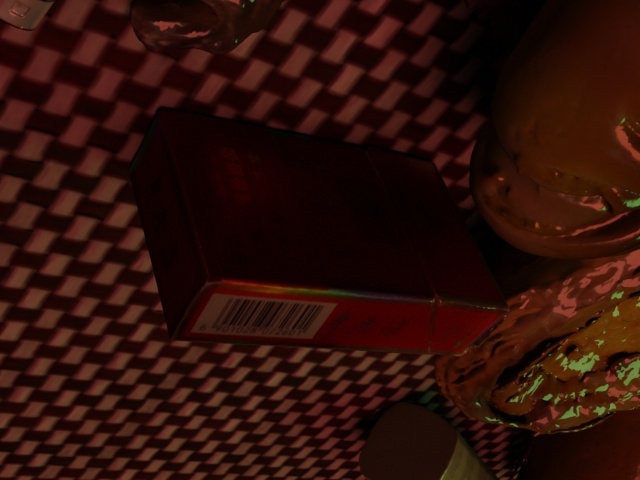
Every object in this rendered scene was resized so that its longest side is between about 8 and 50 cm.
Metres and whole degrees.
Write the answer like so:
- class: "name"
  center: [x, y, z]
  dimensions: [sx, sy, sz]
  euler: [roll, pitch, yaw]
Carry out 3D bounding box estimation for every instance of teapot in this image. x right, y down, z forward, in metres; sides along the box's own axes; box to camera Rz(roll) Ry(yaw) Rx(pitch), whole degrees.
- class: "teapot"
  center: [0.099, 0.225, 0.822]
  dimensions: [0.107, 0.077, 0.200]
  euler: [-60, 145, -15]

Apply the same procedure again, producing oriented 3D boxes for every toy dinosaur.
- class: "toy dinosaur"
  center: [0.057, -0.127, 0.408]
  dimensions: [0.251, 0.072, 0.200]
  euler: [-9, 154, -35]

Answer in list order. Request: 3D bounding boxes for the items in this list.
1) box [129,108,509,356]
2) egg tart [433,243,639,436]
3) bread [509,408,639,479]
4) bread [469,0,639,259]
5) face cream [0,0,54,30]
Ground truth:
- class: "box"
  center: [0.001, -0.001, 0.484]
  dimensions: [0.175, 0.112, 0.048]
  euler: [7, 135, -33]
- class: "egg tart"
  center: [0.210, 0.031, 0.637]
  dimensions: [0.290, 0.107, 0.291]
  euler: [-11, 148, -7]
- class: "bread"
  center: [0.286, 0.201, 0.846]
  dimensions: [0.204, 0.163, 0.262]
  euler: [1, 125, -10]
- class: "bread"
  center: [0.166, -0.075, 0.443]
  dimensions: [0.213, 0.105, 0.213]
  euler: [-38, 158, -19]
- class: "face cream"
  center: [-0.089, -0.127, 0.357]
  dimensions: [0.038, 0.020, 0.115]
  euler: [21, 124, -42]
